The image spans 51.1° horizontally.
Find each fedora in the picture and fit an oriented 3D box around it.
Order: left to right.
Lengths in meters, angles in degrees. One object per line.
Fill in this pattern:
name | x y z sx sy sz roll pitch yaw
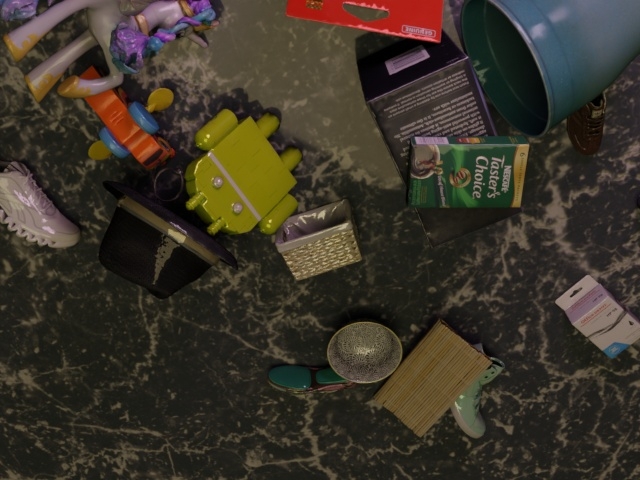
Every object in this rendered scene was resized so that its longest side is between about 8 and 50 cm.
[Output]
fedora | -0.323 0.021 1.306 0.334 0.334 0.152 34 82 -15

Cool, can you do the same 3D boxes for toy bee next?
toy bee | -0.363 -0.196 1.320 0.195 0.162 0.298 -17 87 7

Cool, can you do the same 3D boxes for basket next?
basket | 0.000 0.000 1.418 0.167 0.113 0.103 -17 119 9

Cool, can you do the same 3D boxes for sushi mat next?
sushi mat | 0.253 0.327 1.559 0.151 0.019 0.316 37 126 8

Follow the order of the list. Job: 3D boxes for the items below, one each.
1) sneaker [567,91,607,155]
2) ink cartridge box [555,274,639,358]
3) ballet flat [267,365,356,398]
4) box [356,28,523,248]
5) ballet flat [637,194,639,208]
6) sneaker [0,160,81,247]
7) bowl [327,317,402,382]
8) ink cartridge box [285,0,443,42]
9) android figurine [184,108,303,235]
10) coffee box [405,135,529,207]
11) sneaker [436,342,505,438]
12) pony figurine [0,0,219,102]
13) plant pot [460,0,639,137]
sneaker | 0.523 -0.248 1.307 0.066 0.071 0.188 -12 115 7
ink cartridge box | 0.634 0.174 1.517 0.180 0.060 0.104 38 111 -16
ballet flat | -0.015 0.343 1.613 0.221 0.077 0.079 -5 135 3
box | 0.209 -0.197 1.212 0.183 0.296 0.294 -22 116 11
ballet flat | 0.760 -0.043 1.405 0.203 0.074 0.074 23 114 -10
sneaker | -0.625 -0.089 1.394 0.292 0.110 0.118 35 103 -15
bowl | 0.100 0.239 1.549 0.170 0.080 0.170 0 116 0
ink cartridge box | 0.088 -0.473 1.134 0.275 0.239 0.060 9 161 -3
android figurine | -0.149 -0.123 1.292 0.056 0.273 0.248 -6 124 51
coffee box | 0.232 -0.109 1.067 0.184 0.040 0.113 1 118 0
sneaker | 0.379 0.358 1.589 0.151 0.094 0.256 -22 111 19
pony figurine | -0.367 -0.422 1.128 0.363 0.303 0.351 -29 138 -15
plant pot | 0.425 -0.359 1.162 0.255 0.271 0.271 -29 113 -1
